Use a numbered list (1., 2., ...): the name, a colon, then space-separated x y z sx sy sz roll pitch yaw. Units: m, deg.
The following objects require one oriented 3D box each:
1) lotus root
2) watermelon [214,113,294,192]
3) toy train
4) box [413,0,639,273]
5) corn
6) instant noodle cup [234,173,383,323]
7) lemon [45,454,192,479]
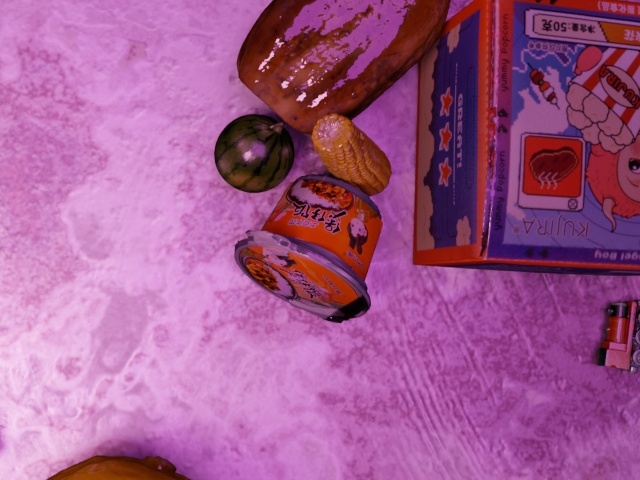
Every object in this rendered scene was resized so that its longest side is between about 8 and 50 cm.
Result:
1. lotus root: 0.034 -0.261 1.140 0.291 0.193 0.193 -42 97 -1
2. watermelon: -0.078 -0.111 1.145 0.109 0.109 0.109 1 87 -13
3. toy train: 0.422 0.131 1.284 0.064 0.044 0.103 9 85 -2
4. box: 0.319 -0.117 1.160 0.349 0.257 0.318 4 88 -13
5. corn: 0.041 -0.101 1.130 0.067 0.206 0.067 -4 77 16
6. instant noodle cup: 0.000 0.000 1.133 0.178 0.208 0.125 18 67 19
7. lemon: -0.214 0.401 0.978 0.348 0.348 0.348 1 87 -13
